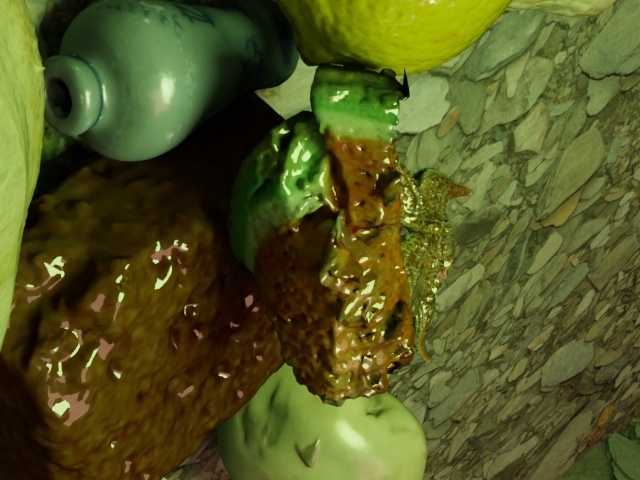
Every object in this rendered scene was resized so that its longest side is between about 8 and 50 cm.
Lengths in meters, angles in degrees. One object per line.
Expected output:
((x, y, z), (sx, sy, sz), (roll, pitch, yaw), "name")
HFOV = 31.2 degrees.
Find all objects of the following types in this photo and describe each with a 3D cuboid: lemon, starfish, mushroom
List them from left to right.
((0.028, 0.221, 1.547), (0.336, 0.314, 0.314), (-57, 156, -26), "mushroom")
((0.067, -0.278, 1.003), (0.267, 0.267, 0.267), (-32, 146, -24), "lemon")
((0.116, 0.021, 1.446), (0.301, 0.084, 0.293), (36, 61, -62), "starfish")

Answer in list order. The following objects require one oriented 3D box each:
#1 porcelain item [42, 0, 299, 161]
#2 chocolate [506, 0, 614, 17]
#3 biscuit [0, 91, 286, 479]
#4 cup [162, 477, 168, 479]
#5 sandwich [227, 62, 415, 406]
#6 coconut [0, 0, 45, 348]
((-0.131, -0.154, 1.019), (0.259, 0.141, 0.141), (-26, 144, -44), "porcelain item")
((0.255, -0.319, 1.300), (0.309, 0.134, 0.134), (-3, 129, -48), "chocolate")
((-0.164, 0.066, 1.133), (0.395, 0.166, 0.342), (-40, 150, -36), "biscuit")
((-0.248, 0.395, 1.308), (0.253, 0.253, 0.371), (-37, 171, -17), "cup")
((0.000, 0.000, 1.011), (0.250, 0.162, 0.301), (-75, 162, -86), "sandwich")
((-0.346, -0.075, 0.647), (0.405, 0.404, 0.404), (-32, 146, -24), "coconut")
